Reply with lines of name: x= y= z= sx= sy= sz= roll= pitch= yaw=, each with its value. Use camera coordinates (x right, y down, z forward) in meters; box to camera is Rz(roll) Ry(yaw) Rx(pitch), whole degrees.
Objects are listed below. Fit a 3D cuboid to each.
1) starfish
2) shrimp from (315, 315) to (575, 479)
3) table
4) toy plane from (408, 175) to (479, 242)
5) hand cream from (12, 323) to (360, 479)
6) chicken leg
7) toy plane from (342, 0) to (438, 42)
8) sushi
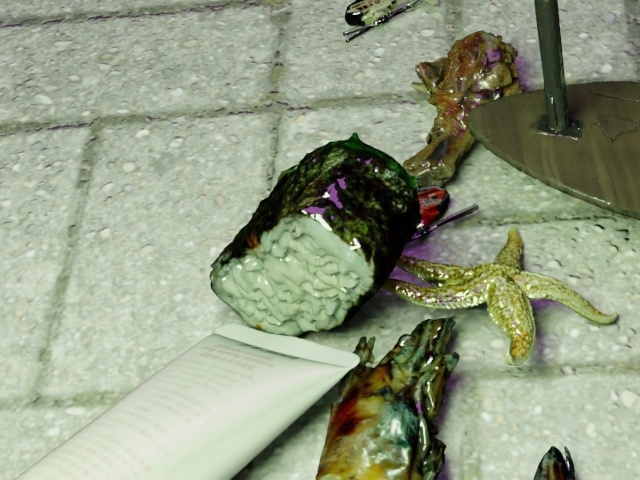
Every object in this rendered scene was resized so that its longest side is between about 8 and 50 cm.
starfish: x=0.161 y=0.040 z=1.457 sx=0.224 sy=0.050 sz=0.217 roll=15 pitch=25 yaw=1
shrimp: x=0.113 y=0.199 z=1.313 sx=0.233 sy=0.071 sz=0.365 roll=11 pitch=41 yaw=5
table: x=0.302 y=-0.194 z=1.477 sx=0.317 sy=0.249 sz=0.317 roll=3 pitch=30 yaw=-2
toy plane: x=0.079 y=-0.019 z=1.562 sx=0.145 sy=0.037 sz=0.060 roll=-23 pitch=55 yaw=-19
hand cream: x=-0.143 y=0.184 z=1.347 sx=0.359 sy=0.118 sz=0.186 roll=-38 pitch=29 yaw=-32
chicken leg: x=0.150 y=-0.131 z=1.645 sx=0.125 sy=0.080 sz=0.196 roll=-7 pitch=50 yaw=18
toy plane: x=0.073 y=-0.265 z=1.823 sx=0.121 sy=0.031 sz=0.049 roll=-23 pitch=50 yaw=-10
sushi: x=0.000 y=0.000 z=1.435 sx=0.124 sy=0.225 sz=0.127 roll=39 pitch=55 yaw=-8
